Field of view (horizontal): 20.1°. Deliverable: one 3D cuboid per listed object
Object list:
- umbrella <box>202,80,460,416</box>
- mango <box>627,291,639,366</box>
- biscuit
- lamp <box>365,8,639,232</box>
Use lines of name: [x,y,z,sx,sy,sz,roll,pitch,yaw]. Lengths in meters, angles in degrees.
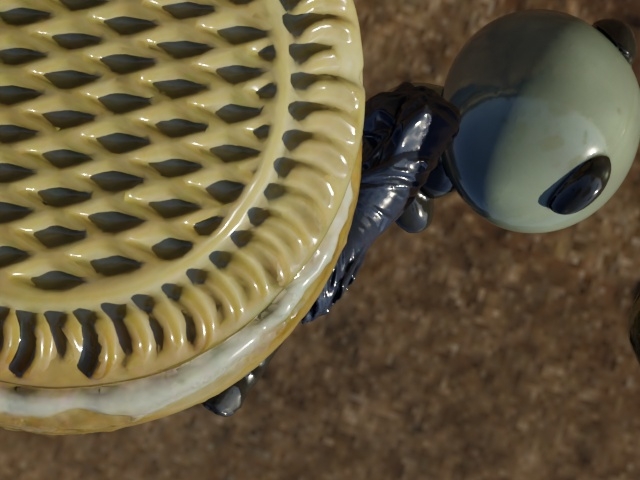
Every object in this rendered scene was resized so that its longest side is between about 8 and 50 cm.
umbrella: [-0.002,0.001,1.105,0.071,0.248,0.071,36,166,11]
mango: [0.296,0.053,1.072,0.221,0.151,0.120,18,148,34]
biscuit: [-0.102,-0.052,0.724,0.259,0.259,0.079,20,173,0]
lamp: [0.160,-0.098,1.562,0.244,0.197,0.198,-10,138,40]
